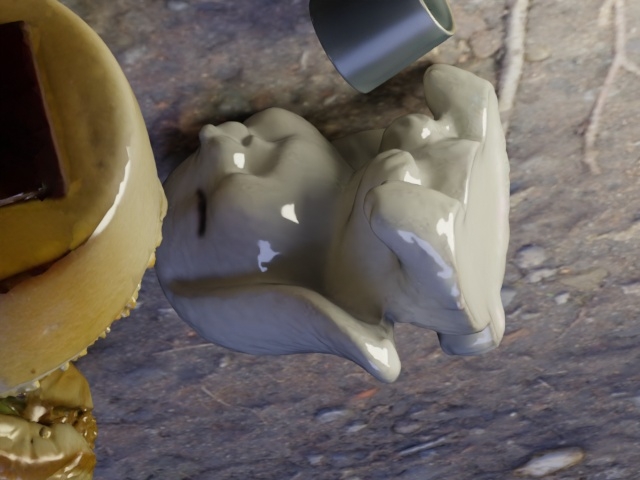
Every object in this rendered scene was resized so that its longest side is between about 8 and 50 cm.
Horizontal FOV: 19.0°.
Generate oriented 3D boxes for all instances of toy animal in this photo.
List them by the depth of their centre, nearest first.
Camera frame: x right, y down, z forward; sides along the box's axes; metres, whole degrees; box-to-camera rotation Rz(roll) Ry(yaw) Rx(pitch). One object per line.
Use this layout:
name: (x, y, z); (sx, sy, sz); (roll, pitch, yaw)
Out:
toy animal: (0.000, 0.000, 1.433); (0.265, 0.272, 0.206); (-5, 125, 17)

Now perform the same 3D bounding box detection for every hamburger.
hamburger: (-0.242, -0.035, 1.244); (0.302, 0.302, 0.170); (-5, 154, -7)
hamburger: (-0.362, 0.184, 1.667); (0.304, 0.174, 0.284); (14, 143, -32)

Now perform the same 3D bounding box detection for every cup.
cup: (0.049, -0.156, 1.340); (0.077, 0.078, 0.100); (-28, 178, 20)
